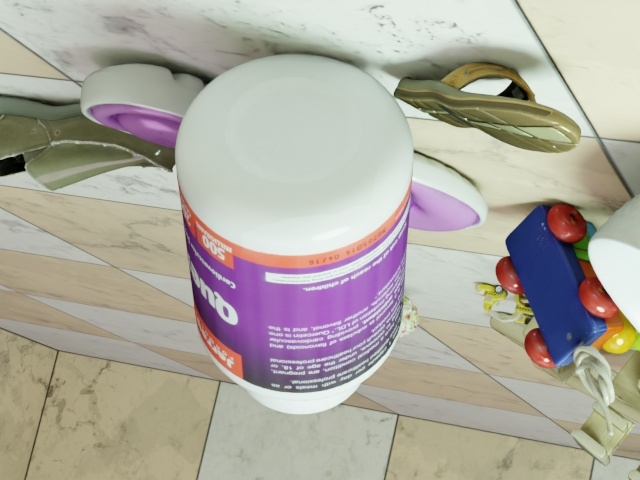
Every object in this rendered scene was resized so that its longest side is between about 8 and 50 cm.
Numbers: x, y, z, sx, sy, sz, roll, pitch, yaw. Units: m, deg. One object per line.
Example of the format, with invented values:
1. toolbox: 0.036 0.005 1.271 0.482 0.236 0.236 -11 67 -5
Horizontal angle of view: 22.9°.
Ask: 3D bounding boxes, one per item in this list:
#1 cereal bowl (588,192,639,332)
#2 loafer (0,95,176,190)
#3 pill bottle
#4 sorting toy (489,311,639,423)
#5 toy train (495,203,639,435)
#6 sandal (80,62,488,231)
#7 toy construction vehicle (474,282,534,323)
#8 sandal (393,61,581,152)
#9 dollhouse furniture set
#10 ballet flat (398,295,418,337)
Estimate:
1. cereal bowl: 0.389 0.067 1.302 0.339 0.141 0.339 46 175 5
2. loafer: -0.242 -0.086 1.569 0.251 0.087 0.094 7 167 30
3. pill bottle: -0.019 0.011 1.298 0.181 0.182 0.323 11 145 8
4. sorting toy: 0.395 0.194 2.191 0.307 0.041 0.229 28 174 29
5. toy train: 0.277 0.086 1.502 0.143 0.248 0.105 9 138 -34
6. sandal: -0.037 -0.053 1.458 0.416 0.102 0.169 18 168 -26
7. toy construction vehicle: 0.246 0.083 1.995 0.098 0.035 0.086 9 168 22
8. sandal: 0.122 -0.107 1.168 0.072 0.049 0.180 28 177 -36
9. dollhouse furniture set: 0.362 0.153 1.788 0.242 0.212 0.161 37 176 21
10. ballet flat: 0.029 0.074 2.103 0.241 0.091 0.077 12 147 -16
